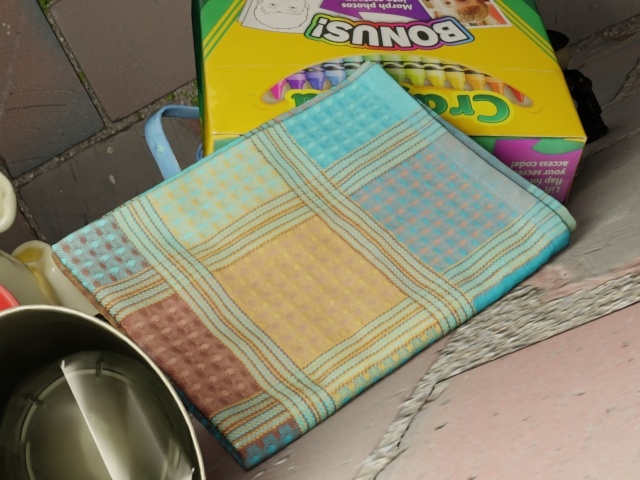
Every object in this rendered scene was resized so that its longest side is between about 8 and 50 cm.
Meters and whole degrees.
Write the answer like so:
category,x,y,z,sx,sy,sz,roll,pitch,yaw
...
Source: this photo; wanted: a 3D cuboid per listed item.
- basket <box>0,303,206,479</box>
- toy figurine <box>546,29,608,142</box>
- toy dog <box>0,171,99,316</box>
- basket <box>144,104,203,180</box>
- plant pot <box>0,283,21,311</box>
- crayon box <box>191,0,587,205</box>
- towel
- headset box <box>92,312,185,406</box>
category,x,y,z,sx,sy,sz,roll,pitch,yaw
basket,-0.155,0.144,0.928,0.154,0.204,0.227,-26,-3,-4
toy figurine,0.220,-0.144,1.660,0.213,0.148,0.209,-23,8,33
toy dog,-0.454,0.118,1.708,0.395,0.285,0.408,4,-22,22
basket,-0.046,-0.031,1.500,0.201,0.255,0.289,-27,-12,33
plant pot,-0.421,0.169,1.271,0.275,0.275,0.243,-39,-27,-57
crayon box,0.055,-0.175,1.417,0.363,0.106,0.313,-1,44,-9
towel,0.000,0.000,1.152,0.370,0.271,0.040,-32,-32,-28
headset box,-0.225,0.145,1.446,0.218,0.110,0.293,-26,7,23
